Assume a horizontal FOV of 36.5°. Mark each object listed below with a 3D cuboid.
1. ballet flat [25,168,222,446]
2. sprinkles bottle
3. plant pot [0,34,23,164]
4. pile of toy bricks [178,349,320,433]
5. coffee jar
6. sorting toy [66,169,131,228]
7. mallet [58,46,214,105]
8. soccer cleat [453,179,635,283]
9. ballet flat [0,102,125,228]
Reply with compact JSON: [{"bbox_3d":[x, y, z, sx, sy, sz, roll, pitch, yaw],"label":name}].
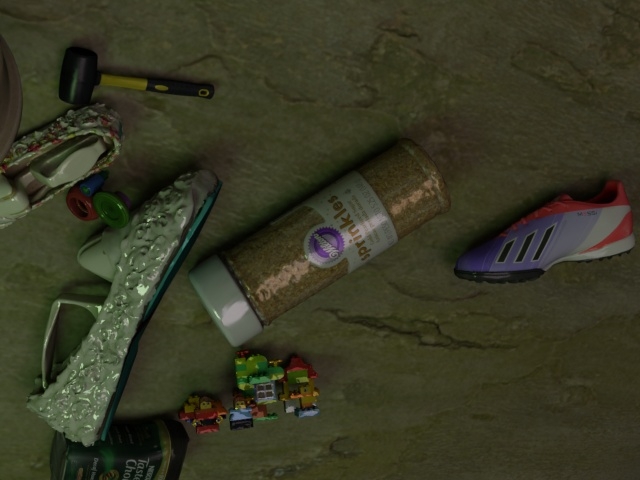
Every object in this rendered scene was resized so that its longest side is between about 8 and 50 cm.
[{"bbox_3d":[-0.262,0.078,1.215,0.147,0.147,0.409,16,109,-34],"label":"ballet flat"},{"bbox_3d":[0.000,0.000,1.305,0.355,0.121,0.121,-33,128,-7],"label":"sprinkles bottle"},{"bbox_3d":[-0.406,-0.214,0.757,0.334,0.334,0.305,-10,150,-23],"label":"plant pot"},{"bbox_3d":[-0.099,0.208,1.402,0.212,0.118,0.105,-6,89,-15],"label":"pile of toy bricks"},{"bbox_3d":[-0.280,0.302,1.366,0.184,0.079,0.096,3,117,-29],"label":"coffee jar"},{"bbox_3d":[-0.260,-0.053,1.162,0.042,0.102,0.061,-49,136,-41],"label":"sorting toy"},{"bbox_3d":[-0.215,-0.176,1.141,0.189,0.039,0.062,10,112,-36],"label":"mallet"},{"bbox_3d":[0.344,-0.011,1.504,0.318,0.108,0.116,-13,103,-19],"label":"soccer cleat"},{"bbox_3d":[-0.330,-0.075,1.113,0.241,0.077,0.091,-36,129,-4],"label":"ballet flat"}]
